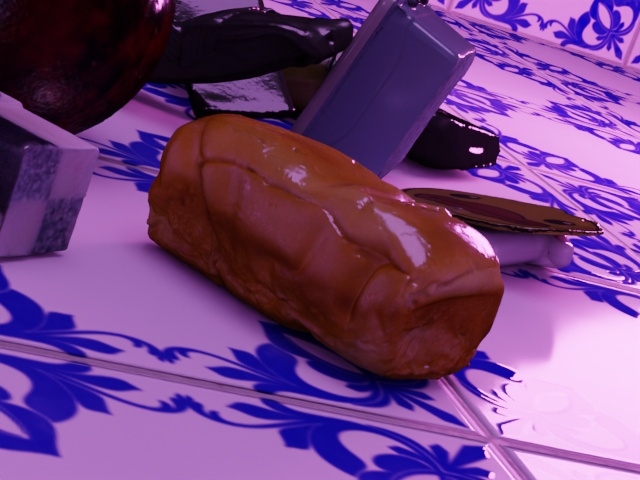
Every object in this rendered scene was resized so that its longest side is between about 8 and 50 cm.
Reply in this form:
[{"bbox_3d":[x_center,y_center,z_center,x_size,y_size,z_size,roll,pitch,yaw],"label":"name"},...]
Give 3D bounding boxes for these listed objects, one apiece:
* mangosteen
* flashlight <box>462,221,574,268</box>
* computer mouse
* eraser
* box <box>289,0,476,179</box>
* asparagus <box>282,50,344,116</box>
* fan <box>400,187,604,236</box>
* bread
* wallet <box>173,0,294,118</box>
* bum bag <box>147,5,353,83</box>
[{"bbox_3d":[-0.304,-0.216,1.481,0.306,0.359,0.306,49,-3,3],"label":"mangosteen"},{"bbox_3d":[0.192,0.001,1.688,0.093,0.047,0.200,24,14,33],"label":"flashlight"},{"bbox_3d":[0.143,-0.129,2.032,0.122,0.073,0.217,30,11,25],"label":"computer mouse"},{"bbox_3d":[-0.361,-0.111,1.290,0.404,0.096,0.098,28,16,27],"label":"eraser"},{"bbox_3d":[0.068,-0.174,1.829,0.130,0.227,0.162,37,17,6],"label":"box"},{"bbox_3d":[-0.130,-0.239,2.016,0.382,0.108,0.128,16,11,-6],"label":"asparagus"},{"bbox_3d":[0.160,-0.030,1.663,0.229,0.011,0.335,16,13,39],"label":"fan"},{"bbox_3d":[0.000,0.000,1.295,0.294,0.132,0.167,29,11,37],"label":"bread"},{"bbox_3d":[-0.114,-0.238,1.931,0.124,0.025,0.244,-3,53,-19],"label":"wallet"},{"bbox_3d":[-0.120,-0.217,1.788,0.326,0.080,0.142,-3,-2,15],"label":"bum bag"}]
